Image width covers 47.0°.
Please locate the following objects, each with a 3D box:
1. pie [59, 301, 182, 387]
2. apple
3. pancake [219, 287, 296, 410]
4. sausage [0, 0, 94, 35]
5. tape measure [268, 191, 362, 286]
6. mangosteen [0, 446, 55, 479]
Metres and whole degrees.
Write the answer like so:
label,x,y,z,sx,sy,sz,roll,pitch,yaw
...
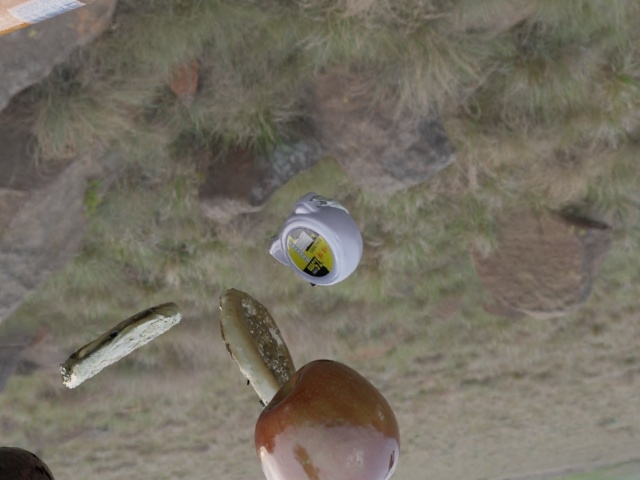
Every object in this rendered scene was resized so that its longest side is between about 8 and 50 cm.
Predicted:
label,x,y,z,sx,sy,sz,roll,pitch,yaw
pie,-0.486,0.246,1.780,0.339,0.077,0.339,-33,-179,1
apple,0.006,0.249,0.917,0.168,0.181,0.181,45,140,-7
pancake,-0.109,0.261,1.565,0.071,0.382,0.382,-29,156,2
sausage,-0.451,-0.334,1.026,0.312,0.093,0.093,-8,161,28
tape measure,0.001,0.004,1.507,0.105,0.178,0.196,-39,174,-45
mangosteen,-0.416,0.323,0.909,0.172,0.184,0.173,-30,136,-33
